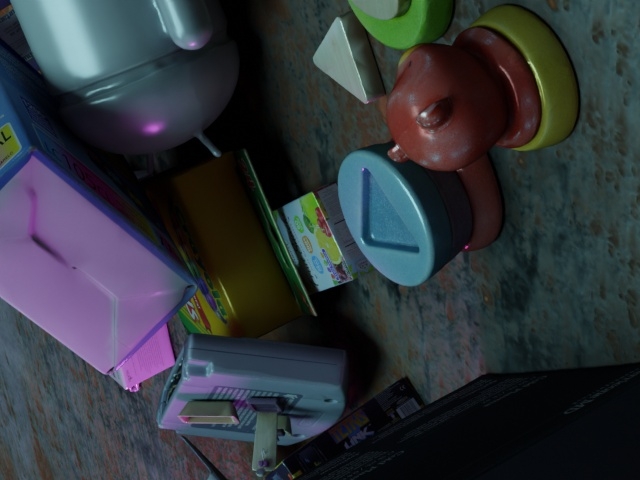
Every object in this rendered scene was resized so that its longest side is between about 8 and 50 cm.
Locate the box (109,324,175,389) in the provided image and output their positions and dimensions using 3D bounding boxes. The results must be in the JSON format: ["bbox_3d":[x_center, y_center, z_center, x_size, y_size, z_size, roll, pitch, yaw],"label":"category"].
[{"bbox_3d":[-0.274,0.135,2.235,0.101,0.087,0.102,32,140,47],"label":"box"}]

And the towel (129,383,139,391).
[{"bbox_3d":[-0.393,0.071,2.458,0.329,0.037,0.237,38,145,41],"label":"towel"}]

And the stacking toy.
[{"bbox_3d":[0.052,-0.117,1.341,0.279,0.130,0.309,53,152,20],"label":"stacking toy"}]

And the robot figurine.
[{"bbox_3d":[-0.208,-0.239,1.628,0.300,0.200,0.353,-4,111,61],"label":"robot figurine"}]

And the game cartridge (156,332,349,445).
[{"bbox_3d":[-0.073,0.172,1.783,0.294,0.196,0.060,124,156,-67],"label":"game cartridge"}]

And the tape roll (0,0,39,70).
[{"bbox_3d":[-0.390,-0.280,1.941,0.080,0.189,0.189,53,153,22],"label":"tape roll"}]

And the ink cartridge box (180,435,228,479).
[{"bbox_3d":[-0.046,0.430,1.982,0.330,0.071,0.324,41,170,37],"label":"ink cartridge box"}]

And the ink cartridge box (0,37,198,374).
[{"bbox_3d":[-0.319,-0.074,1.710,0.270,0.151,0.395,44,-175,-40],"label":"ink cartridge box"}]

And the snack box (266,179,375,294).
[{"bbox_3d":[0.000,0.000,1.653,0.100,0.037,0.141,66,157,-1],"label":"snack box"}]

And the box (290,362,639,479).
[{"bbox_3d":[0.120,0.253,1.321,0.179,0.343,0.312,66,155,-3],"label":"box"}]

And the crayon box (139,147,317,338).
[{"bbox_3d":[-0.121,0.009,1.792,0.202,0.081,0.318,66,162,-5],"label":"crayon box"}]

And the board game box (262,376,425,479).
[{"bbox_3d":[0.017,0.226,1.684,0.048,0.170,0.141,54,153,8],"label":"board game box"}]

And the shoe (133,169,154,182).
[{"bbox_3d":[-0.263,-0.048,2.068,0.178,0.063,0.081,3,112,56],"label":"shoe"}]

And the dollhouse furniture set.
[{"bbox_3d":[-0.096,0.224,1.735,0.091,0.114,0.081,66,-154,-67],"label":"dollhouse furniture set"}]
